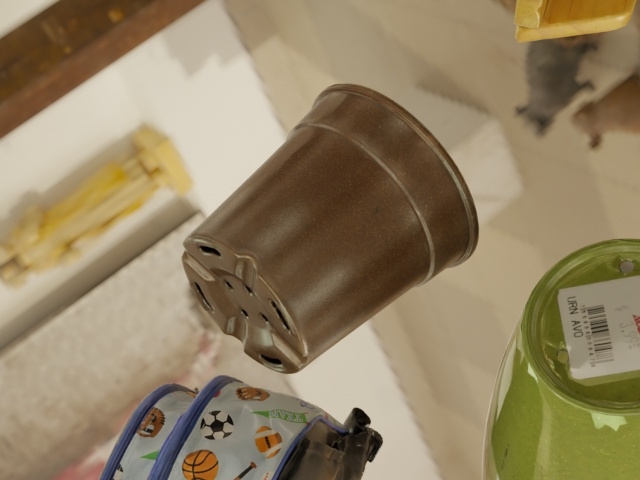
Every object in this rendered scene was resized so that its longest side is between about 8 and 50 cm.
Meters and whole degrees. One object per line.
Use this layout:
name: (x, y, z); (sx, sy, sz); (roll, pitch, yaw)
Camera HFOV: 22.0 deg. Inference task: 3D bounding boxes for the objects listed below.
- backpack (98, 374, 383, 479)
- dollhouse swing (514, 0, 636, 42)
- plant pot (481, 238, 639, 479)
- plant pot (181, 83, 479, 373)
backpack: (-0.079, 0.231, 1.388); (0.213, 0.276, 0.263); (17, 165, 7)
dollhouse swing: (0.376, -0.366, 1.605); (0.305, 0.315, 0.347); (13, 155, 7)
plant pot: (0.233, 0.134, 1.202); (0.275, 0.275, 0.293); (40, 166, 32)
plant pot: (0.000, 0.000, 1.192); (0.167, 0.165, 0.167); (37, 152, 24)
